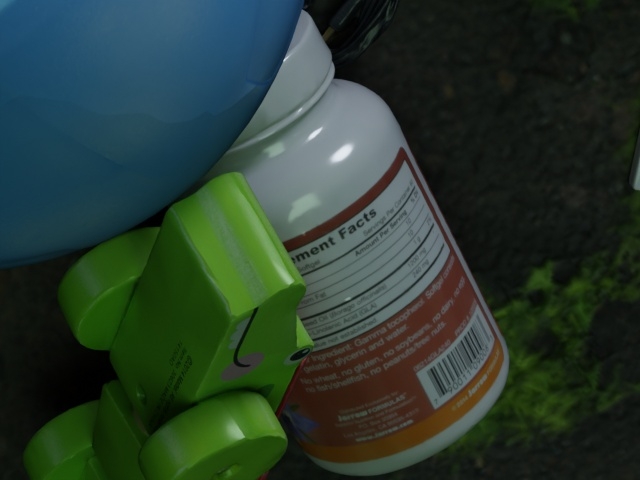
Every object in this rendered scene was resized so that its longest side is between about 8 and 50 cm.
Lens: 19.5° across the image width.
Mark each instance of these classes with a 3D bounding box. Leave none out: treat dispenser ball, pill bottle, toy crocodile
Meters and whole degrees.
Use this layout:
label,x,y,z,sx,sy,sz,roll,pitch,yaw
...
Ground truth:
label,x,y,z,sx,sy,sz,roll,pitch,yaw
treat dispenser ball,-0.145,-0.131,0.737,0.288,0.288,0.288,-4,115,-8
pill bottle,0.000,0.000,0.917,0.121,0.121,0.216,-27,116,3
toy crocodile,-0.065,0.090,0.885,0.105,0.115,0.340,-17,149,-28

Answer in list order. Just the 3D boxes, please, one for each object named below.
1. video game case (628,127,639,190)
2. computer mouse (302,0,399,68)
label,x,y,z,sx,sy,sz,roll,pitch,yaw
video game case,0.215,-0.081,0.977,0.087,0.011,0.122,3,114,-11
computer mouse,0.071,-0.176,0.899,0.242,0.041,0.071,-42,116,18
